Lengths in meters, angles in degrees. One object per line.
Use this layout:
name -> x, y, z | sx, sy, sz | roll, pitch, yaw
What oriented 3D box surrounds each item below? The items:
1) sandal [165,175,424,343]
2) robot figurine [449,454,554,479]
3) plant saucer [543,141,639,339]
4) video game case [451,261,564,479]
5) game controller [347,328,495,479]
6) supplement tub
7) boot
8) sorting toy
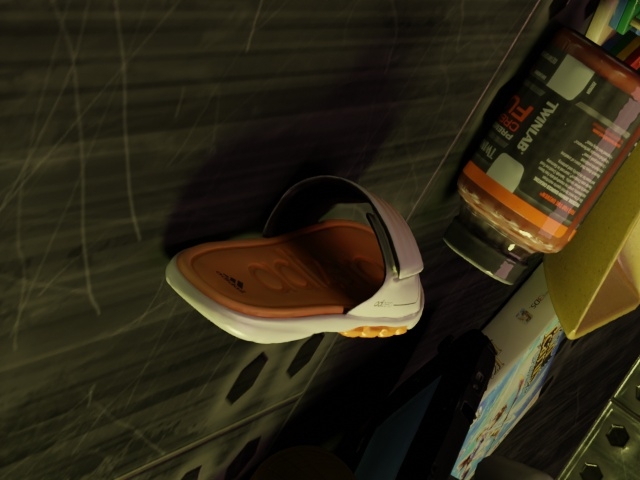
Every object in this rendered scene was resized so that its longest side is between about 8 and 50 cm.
sandal -> 0.008, 0.007, 1.033 | 0.076, 0.102, 0.265 | -56, 162, 19
robot figurine -> 0.109, 0.328, 1.560 | 0.300, 0.200, 0.353 | -58, -163, -1
plant saucer -> 0.357, -0.070, 1.836 | 0.333, 0.081, 0.333 | -62, 162, 15
video game case -> 0.184, 0.184, 1.940 | 0.244, 0.061, 0.269 | -46, 162, -27
game controller -> 0.064, 0.200, 1.504 | 0.166, 0.067, 0.319 | -33, -166, 33
supplement tub -> 0.180, -0.063, 1.354 | 0.198, 0.106, 0.106 | -56, 163, 9
boot -> -0.062, 0.273, 1.425 | 0.213, 0.077, 0.165 | -38, 161, -53
sorting toy -> 0.284, -0.206, 1.455 | 0.132, 0.046, 0.274 | -41, 159, -36
